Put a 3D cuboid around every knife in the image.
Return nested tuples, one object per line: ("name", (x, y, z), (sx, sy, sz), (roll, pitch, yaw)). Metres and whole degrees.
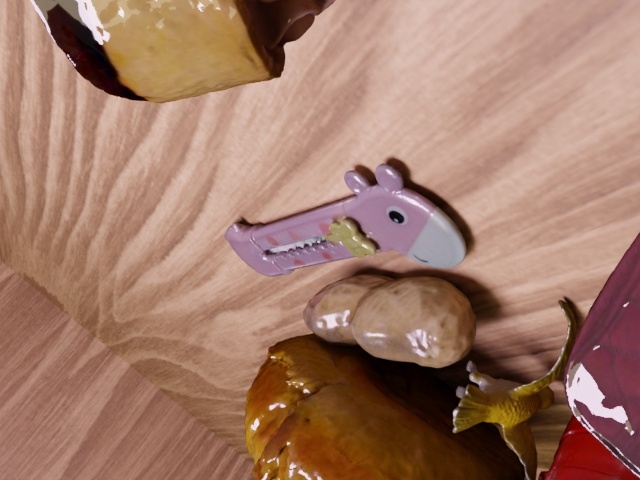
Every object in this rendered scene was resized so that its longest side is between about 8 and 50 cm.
("knife", (-0.001, 0.001, 0.804), (0.132, 0.038, 0.398), (49, 153, -16))

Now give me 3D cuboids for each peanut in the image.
("peanut", (0.069, 0.080, 0.775), (0.228, 0.104, 0.085), (4, 112, 54))

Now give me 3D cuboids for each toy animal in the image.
("toy animal", (0.184, 0.145, 0.716), (0.095, 0.219, 0.155), (15, -167, 12))

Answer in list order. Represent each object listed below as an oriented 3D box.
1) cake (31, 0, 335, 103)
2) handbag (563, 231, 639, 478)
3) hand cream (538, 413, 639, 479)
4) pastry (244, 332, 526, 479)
("cake", (-0.051, -0.182, 0.410), (0.178, 0.208, 0.185), (-11, 93, 17))
("handbag", (0.238, 0.049, 0.396), (0.146, 0.135, 0.225), (47, 148, 27))
("hand cream", (0.312, 0.229, 0.680), (0.193, 0.125, 0.193), (30, 153, 17))
("pastry", (0.073, 0.235, 0.826), (0.356, 0.164, 0.356), (28, -170, -6))
